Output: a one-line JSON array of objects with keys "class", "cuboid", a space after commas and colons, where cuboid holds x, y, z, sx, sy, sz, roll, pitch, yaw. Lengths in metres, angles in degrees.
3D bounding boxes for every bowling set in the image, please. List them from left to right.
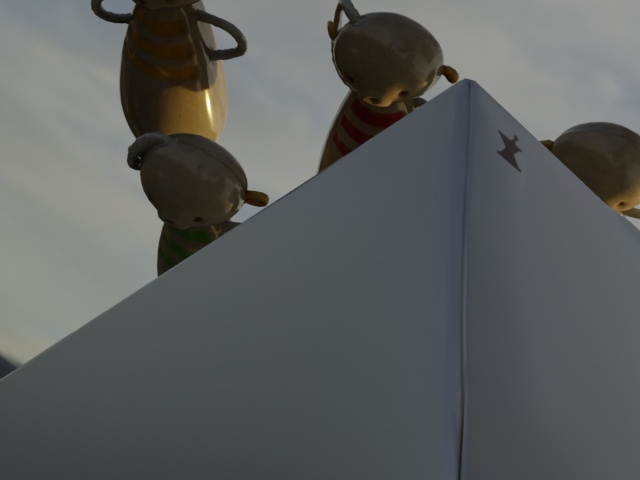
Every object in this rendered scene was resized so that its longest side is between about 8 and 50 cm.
[{"class": "bowling set", "cuboid": [0.000, 0.000, 0.812, 0.287, 0.199, 0.154, 19, -31, 10]}]

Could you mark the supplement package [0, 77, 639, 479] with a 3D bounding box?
[{"class": "supplement package", "cuboid": [-0.010, 0.122, 0.578, 0.293, 0.175, 0.177, -33, -58, 31]}]
